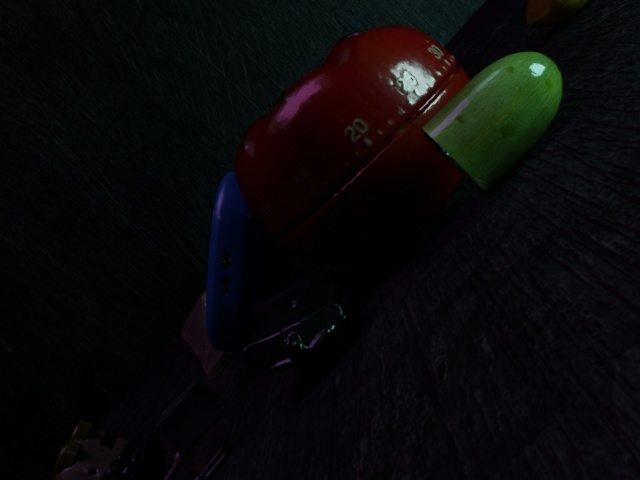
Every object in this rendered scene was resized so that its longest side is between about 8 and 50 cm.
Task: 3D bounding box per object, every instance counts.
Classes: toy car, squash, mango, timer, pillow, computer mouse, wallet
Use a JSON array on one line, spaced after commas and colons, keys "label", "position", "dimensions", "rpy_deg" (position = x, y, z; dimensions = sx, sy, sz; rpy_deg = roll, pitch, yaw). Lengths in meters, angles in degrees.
[{"label": "toy car", "position": [-0.464, 0.498, 1.810], "dimensions": [0.235, 0.145, 0.235], "rpy_deg": [-158, 90, -85]}, {"label": "squash", "position": [0.000, 0.000, 1.641], "dimensions": [0.203, 0.111, 0.289], "rpy_deg": [-43, 9, 24]}, {"label": "mango", "position": [0.424, -0.435, 1.588], "dimensions": [0.115, 0.089, 0.165], "rpy_deg": [-59, 5, -11]}, {"label": "timer", "position": [-0.126, 0.037, 1.621], "dimensions": [0.340, 0.115, 0.309], "rpy_deg": [5, -92, -87]}, {"label": "pillow", "position": [-0.244, 0.203, 1.988], "dimensions": [0.135, 0.034, 0.211], "rpy_deg": [-57, 37, 9]}, {"label": "timer", "position": [0.061, -0.139, 1.357], "dimensions": [0.378, 0.279, 0.378], "rpy_deg": [-45, 4, 4]}, {"label": "computer mouse", "position": [-0.313, 0.405, 1.494], "dimensions": [0.146, 0.077, 0.242], "rpy_deg": [-45, 11, 26]}, {"label": "squash", "position": [0.225, -0.155, 1.120], "dimensions": [0.186, 0.123, 0.123], "rpy_deg": [-43, 6, 1]}, {"label": "computer mouse", "position": [-0.023, 0.118, 1.233], "dimensions": [0.147, 0.088, 0.264], "rpy_deg": [-30, 9, 8]}, {"label": "wallet", "position": [-0.181, 0.340, 1.260], "dimensions": [0.157, 0.018, 0.082], "rpy_deg": [-49, 3, -8]}]

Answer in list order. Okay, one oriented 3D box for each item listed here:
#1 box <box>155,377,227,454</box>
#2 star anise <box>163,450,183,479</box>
[{"label": "box", "position": [-0.223, 0.299, 1.557], "dimensions": [0.122, 0.069, 0.084], "rpy_deg": [-47, 8, 8]}, {"label": "star anise", "position": [-0.278, 0.432, 1.271], "dimensions": [0.227, 0.218, 0.148], "rpy_deg": [-17, -33, -5]}]
